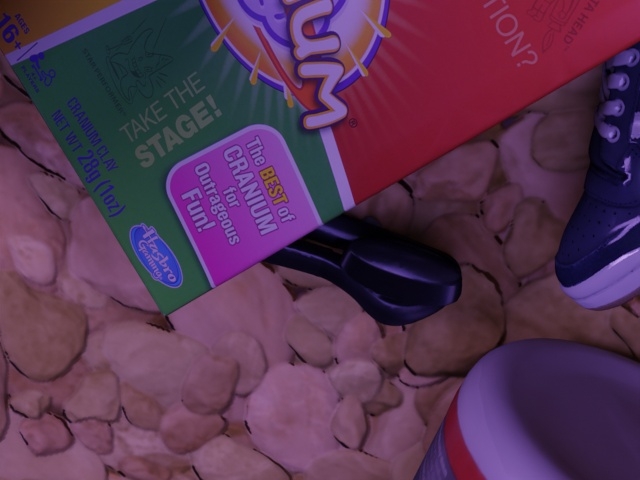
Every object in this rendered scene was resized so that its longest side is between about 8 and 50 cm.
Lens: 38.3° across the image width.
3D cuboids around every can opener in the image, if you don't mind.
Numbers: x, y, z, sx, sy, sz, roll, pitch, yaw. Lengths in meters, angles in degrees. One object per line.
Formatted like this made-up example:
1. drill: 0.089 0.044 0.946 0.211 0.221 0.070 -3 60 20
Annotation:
1. can opener: 0.000 0.000 0.573 0.186 0.059 0.073 20 142 11

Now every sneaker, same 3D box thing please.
1. sneaker: 0.169 -0.107 0.471 0.153 0.099 0.282 30 110 -7

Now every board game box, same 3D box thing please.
1. board game box: -0.018 -0.134 0.452 0.316 0.064 0.242 -30 93 31

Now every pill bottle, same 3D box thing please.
1. pill bottle: 0.121 0.262 0.579 0.210 0.210 0.363 21 115 0
